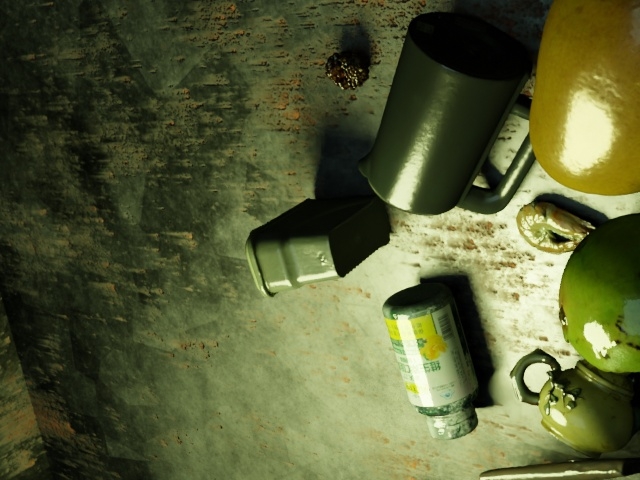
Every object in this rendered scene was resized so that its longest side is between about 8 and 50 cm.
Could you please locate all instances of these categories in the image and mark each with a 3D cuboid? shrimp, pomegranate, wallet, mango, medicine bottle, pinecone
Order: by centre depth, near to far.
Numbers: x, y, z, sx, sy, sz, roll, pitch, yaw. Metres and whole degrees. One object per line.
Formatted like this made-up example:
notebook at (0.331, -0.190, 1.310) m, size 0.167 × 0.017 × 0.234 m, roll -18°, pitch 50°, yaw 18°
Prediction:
mango at (0.456, -0.245, 1.487) m, size 0.300 × 0.232 × 0.445 m, roll 36°, pitch 136°, yaw 15°
pomegranate at (0.536, 0.053, 1.550) m, size 0.359 × 0.310 × 0.216 m, roll -19°, pitch 97°, yaw 9°
shrimp at (0.422, -0.011, 1.751) m, size 0.180 × 0.041 × 0.099 m, roll 19°, pitch 123°, yaw 30°
wallet at (0.461, 0.426, 1.860) m, size 0.310 × 0.165 × 0.042 m, roll -19°, pitch 73°, yaw 43°
pinecone at (0.049, -0.317, 1.876) m, size 0.083 × 0.077 × 0.077 m, roll 11°, pitch 119°, yaw 53°
medicine bottle at (0.224, 0.239, 1.963) m, size 0.141 × 0.141 × 0.293 m, roll -6°, pitch 108°, yaw 40°

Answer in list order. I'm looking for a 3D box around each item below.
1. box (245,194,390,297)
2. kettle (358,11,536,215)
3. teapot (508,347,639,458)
box at (0.000, 0.000, 1.942) m, size 0.178 × 0.274 × 0.138 m, roll -7°, pitch 108°, yaw 34°
kettle at (0.232, -0.209, 1.736) m, size 0.203 × 0.262 × 0.308 m, roll -113°, pitch 31°, yaw -43°
teapot at (0.473, 0.270, 1.779) m, size 0.269 × 0.173 × 0.182 m, roll 30°, pitch 98°, yaw 8°
